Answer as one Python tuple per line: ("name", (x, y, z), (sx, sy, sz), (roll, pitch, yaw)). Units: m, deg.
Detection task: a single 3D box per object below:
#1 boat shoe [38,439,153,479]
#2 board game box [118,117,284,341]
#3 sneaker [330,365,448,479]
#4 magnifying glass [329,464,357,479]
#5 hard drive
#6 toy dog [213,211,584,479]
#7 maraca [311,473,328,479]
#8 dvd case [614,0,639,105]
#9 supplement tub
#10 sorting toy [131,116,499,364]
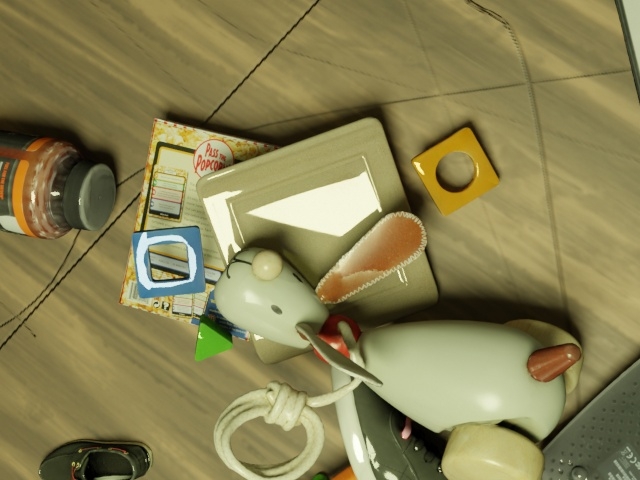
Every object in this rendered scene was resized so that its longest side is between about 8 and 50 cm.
("boat shoe", (-0.246, 0.240, 1.011), (0.133, 0.042, 0.049), (-8, 93, 18))
("board game box", (-0.112, -0.012, 0.952), (0.147, 0.045, 0.193), (15, 98, 15))
("sneaker", (0.123, 0.220, 0.873), (0.147, 0.104, 0.296), (-26, 90, 13))
("magnifying glass", (-0.053, 0.286, 0.897), (0.231, 0.092, 0.026), (-38, 115, 6))
("hard drive", (0.319, 0.174, 0.795), (0.255, 0.054, 0.172), (-46, 49, 17))
("toy dog", (0.079, 0.086, 0.788), (0.333, 0.161, 0.220), (8, 54, -9))
("maraca", (-0.015, 0.322, 0.919), (0.127, 0.099, 0.186), (13, 76, 36))
("dvd case", (0.331, -0.251, 0.797), (0.180, 0.022, 0.253), (-14, 89, 31))
("supplement tub", (-0.314, -0.059, 0.979), (0.198, 0.106, 0.106), (10, 96, 16))
("sorting toy", (0.000, 0.000, 0.895), (0.347, 0.047, 0.196), (-20, 104, -1))
